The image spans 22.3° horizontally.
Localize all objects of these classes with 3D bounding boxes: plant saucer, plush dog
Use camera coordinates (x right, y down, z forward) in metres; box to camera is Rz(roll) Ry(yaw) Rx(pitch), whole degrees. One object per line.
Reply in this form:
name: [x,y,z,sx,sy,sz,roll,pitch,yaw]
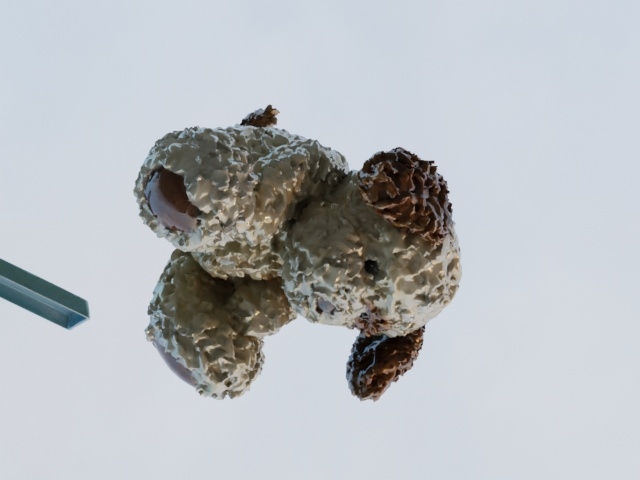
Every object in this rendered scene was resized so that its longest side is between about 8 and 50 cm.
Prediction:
plant saucer: [-0.278,0.022,1.315,0.192,0.067,0.018,27,-111,-17]
plush dog: [0.000,0.000,1.240,0.225,0.262,0.210,20,-132,15]
